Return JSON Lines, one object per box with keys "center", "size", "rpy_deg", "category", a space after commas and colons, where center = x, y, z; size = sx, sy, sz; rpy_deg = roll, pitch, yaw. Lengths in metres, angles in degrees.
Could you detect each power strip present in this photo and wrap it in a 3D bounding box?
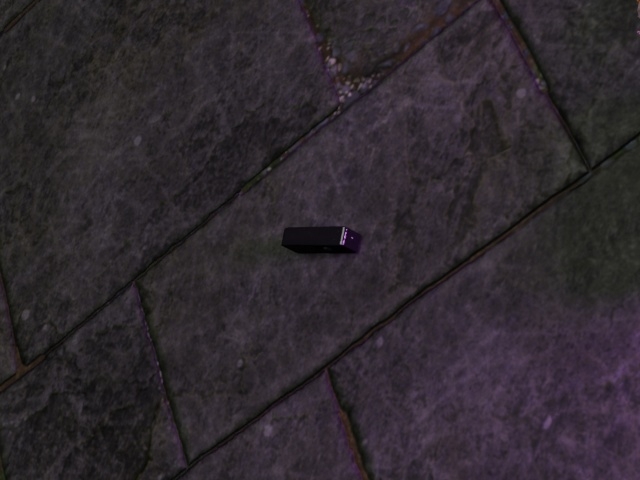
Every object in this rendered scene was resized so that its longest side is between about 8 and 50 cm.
{"center": [0.000, 0.000, 1.904], "size": [0.111, 0.038, 0.029], "rpy_deg": [-1, 71, 41], "category": "power strip"}

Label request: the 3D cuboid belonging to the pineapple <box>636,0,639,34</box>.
{"center": [0.438, -0.293, 1.621], "size": [0.221, 0.047, 0.221], "rpy_deg": [-29, 36, 24], "category": "pineapple"}
